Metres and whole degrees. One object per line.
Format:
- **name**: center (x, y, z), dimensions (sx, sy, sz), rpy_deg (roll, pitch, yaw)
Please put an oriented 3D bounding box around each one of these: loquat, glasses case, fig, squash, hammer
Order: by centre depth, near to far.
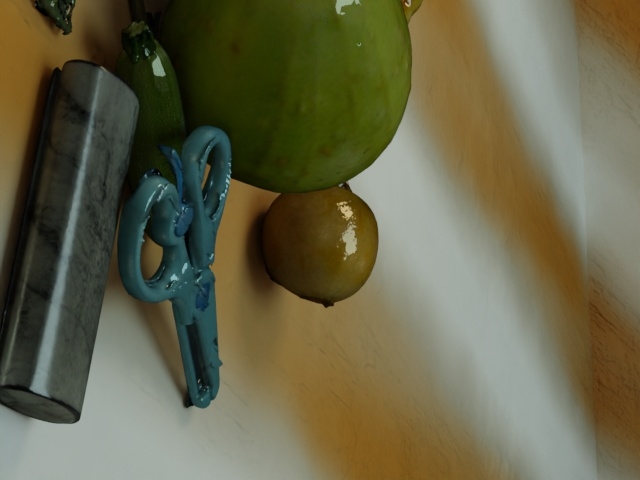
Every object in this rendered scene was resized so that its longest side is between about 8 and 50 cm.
- **glasses case**: center (-0.215, 0.002, 1.424), dimensions (0.114, 0.060, 0.299), rpy_deg (48, 47, -61)
- **squash**: center (-0.158, -0.101, 1.567), dimensions (0.066, 0.066, 0.252), rpy_deg (-62, 153, -52)
- **hammer**: center (-0.181, -0.271, 1.572), dimensions (0.062, 0.017, 0.182), rpy_deg (-52, 139, -60)
- **fig**: center (-0.029, -0.200, 1.610), dimensions (0.326, 0.258, 0.258), rpy_deg (102, 1, -59)
- **loquat**: center (0.000, 0.000, 1.930), dimensions (0.163, 0.137, 0.163), rpy_deg (14, 73, -55)

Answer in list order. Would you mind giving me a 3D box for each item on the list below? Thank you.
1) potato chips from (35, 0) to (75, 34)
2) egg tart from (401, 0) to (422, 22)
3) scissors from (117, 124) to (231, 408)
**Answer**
- **potato chips**: center (-0.212, -0.302, 1.451), dimensions (0.220, 0.029, 0.202), rpy_deg (-56, 140, -50)
- **egg tart**: center (0.036, -0.390, 1.878), dimensions (0.388, 0.169, 0.387), rpy_deg (7, 90, -72)
- **scissors**: center (-0.127, 0.048, 1.606), dimensions (0.180, 0.032, 0.393), rpy_deg (-54, 156, -34)
